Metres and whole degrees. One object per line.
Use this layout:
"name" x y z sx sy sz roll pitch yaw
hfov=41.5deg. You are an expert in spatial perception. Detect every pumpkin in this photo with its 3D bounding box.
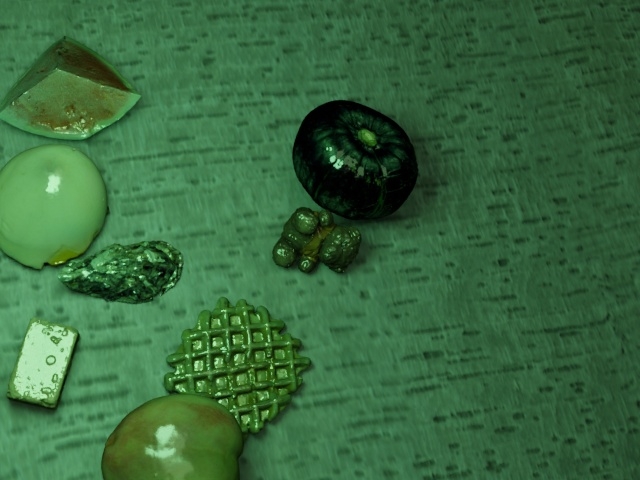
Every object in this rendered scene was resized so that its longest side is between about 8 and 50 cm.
"pumpkin" 0.080 -0.182 2.051 0.315 0.238 0.315 15 45 -15

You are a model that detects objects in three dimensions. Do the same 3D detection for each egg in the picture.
"egg" -0.614 -0.094 1.876 0.264 0.174 0.286 30 72 0

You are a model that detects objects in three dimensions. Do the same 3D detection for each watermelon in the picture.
"watermelon" -0.578 -0.349 1.974 0.260 0.176 0.256 25 75 -29

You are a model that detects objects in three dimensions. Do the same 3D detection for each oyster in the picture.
"oyster" -0.448 0.060 1.931 0.252 0.087 0.199 28 68 -18

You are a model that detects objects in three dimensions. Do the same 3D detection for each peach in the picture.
"peach" -0.299 0.457 1.737 0.292 0.247 0.292 1 88 -29

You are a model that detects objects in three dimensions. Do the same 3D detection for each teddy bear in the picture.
"teddy bear" 0.000 0.000 2.024 0.190 0.177 0.140 25 29 -4

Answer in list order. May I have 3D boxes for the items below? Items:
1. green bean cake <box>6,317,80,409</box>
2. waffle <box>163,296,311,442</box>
"green bean cake" -0.593 0.265 1.814 0.109 0.085 0.179 17 69 -9
"waffle" -0.191 0.288 1.925 0.292 0.056 0.309 41 69 0
